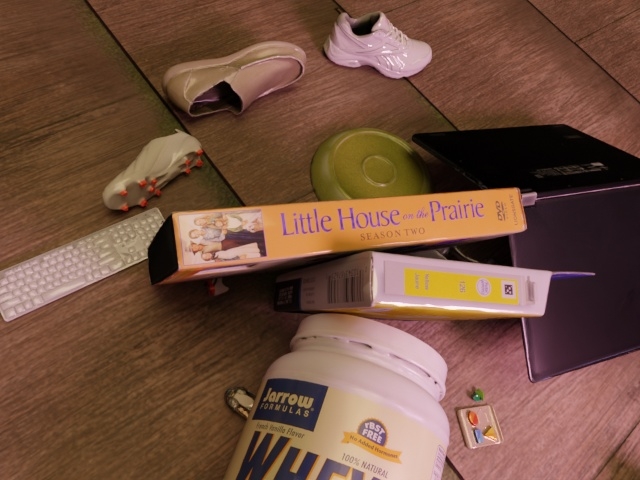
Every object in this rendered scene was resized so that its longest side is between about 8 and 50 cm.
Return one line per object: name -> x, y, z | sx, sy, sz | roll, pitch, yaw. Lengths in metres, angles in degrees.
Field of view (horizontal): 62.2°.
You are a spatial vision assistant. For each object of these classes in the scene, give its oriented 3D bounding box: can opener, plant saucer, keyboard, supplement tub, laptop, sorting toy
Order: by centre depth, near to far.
supplement tub -> 0.014, 0.273, 0.609 | 0.236, 0.235, 0.324 | 23, 61, -2
keyboard -> -0.343, 0.029, 0.781 | 0.256, 0.014, 0.072 | -27, 72, -26
sorting toy -> 0.240, 0.269, 0.808 | 0.062, 0.012, 0.083 | -4, 64, -17
can opener -> 0.272, 0.077, 0.903 | 0.283, 0.076, 0.095 | 40, 92, 8
laptop -> 0.405, -0.019, 0.934 | 0.382, 0.236, 0.408 | -8, 35, -24
plant saucer -> 0.102, -0.120, 0.970 | 0.241, 0.037, 0.240 | 6, 60, -11

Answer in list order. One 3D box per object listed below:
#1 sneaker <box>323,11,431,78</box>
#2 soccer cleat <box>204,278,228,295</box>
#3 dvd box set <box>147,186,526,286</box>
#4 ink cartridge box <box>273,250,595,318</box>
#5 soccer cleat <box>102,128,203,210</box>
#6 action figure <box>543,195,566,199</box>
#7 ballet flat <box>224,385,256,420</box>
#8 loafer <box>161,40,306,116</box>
sneaker -> 0.130, -0.408, 1.088 | 0.232, 0.115, 0.090 | 2, 62, -14
soccer cleat -> -0.164, 0.045, 0.815 | 0.036, 0.029, 0.083 | -7, 67, -28
dvd box set -> 0.000, 0.000, 0.704 | 0.421, 0.308, 0.062 | -6, 84, -22
ink cartridge box -> 0.129, 0.075, 0.706 | 0.307, 0.304, 0.072 | 9, 77, -22
soccer cleat -> -0.275, -0.115, 0.853 | 0.076, 0.068, 0.196 | 38, 52, 13
action figure -> 0.414, 0.008, 0.973 | 0.137, 0.063, 0.232 | 18, 62, -6
ballet flat -> -0.082, 0.237, 0.723 | 0.114, 0.041, 0.041 | 33, 59, 4
loafer -> -0.144, -0.282, 0.961 | 0.269, 0.102, 0.092 | -19, 70, -14
